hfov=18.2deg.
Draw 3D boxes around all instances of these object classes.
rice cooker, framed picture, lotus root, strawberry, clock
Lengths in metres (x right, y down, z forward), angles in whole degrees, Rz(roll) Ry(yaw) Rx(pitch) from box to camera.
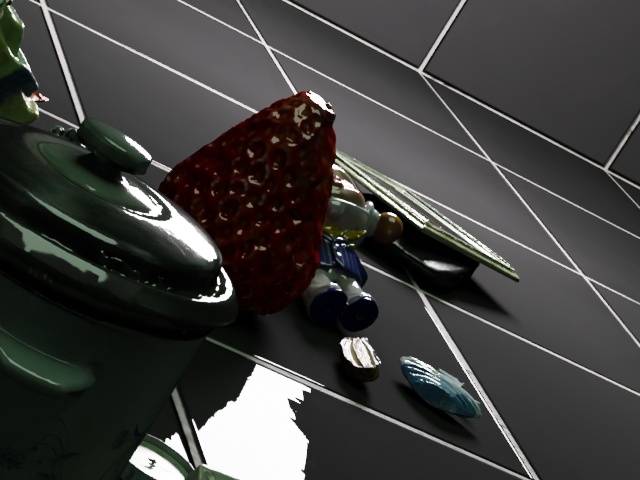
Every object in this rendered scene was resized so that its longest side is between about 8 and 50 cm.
[{"bbox_3d":[-0.211,0.051,1.388,0.264,0.316,0.316,29,15,-12],"label":"rice cooker"},{"bbox_3d":[0.130,-0.047,2.813,0.231,0.018,0.293,26,9,-44],"label":"framed picture"},{"bbox_3d":[0.041,0.133,2.162,0.037,0.030,0.083,-4,20,-9],"label":"lotus root"},{"bbox_3d":[-0.062,-0.047,2.118,0.205,0.244,0.205,31,16,-10],"label":"strawberry"},{"bbox_3d":[-0.139,0.186,1.643,0.085,0.017,0.085,30,14,-8],"label":"clock"}]

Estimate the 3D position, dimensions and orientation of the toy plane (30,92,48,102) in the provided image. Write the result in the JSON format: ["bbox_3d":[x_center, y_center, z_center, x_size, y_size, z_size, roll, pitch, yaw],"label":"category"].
[{"bbox_3d":[-0.403,-0.215,2.328,0.194,0.077,0.126,37,17,-10],"label":"toy plane"}]

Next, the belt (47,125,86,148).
[{"bbox_3d":[-0.311,-0.097,2.144,0.179,0.065,0.100,27,25,-20],"label":"belt"}]

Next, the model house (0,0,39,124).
[{"bbox_3d":[-0.370,-0.165,1.940,0.195,0.214,0.189,50,-14,56],"label":"model house"}]

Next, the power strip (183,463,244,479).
[{"bbox_3d":[0.040,0.284,1.574,0.367,0.043,0.106,25,40,-23],"label":"power strip"}]

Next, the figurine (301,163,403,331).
[{"bbox_3d":[0.010,0.004,2.360,0.194,0.133,0.274,-4,44,-38],"label":"figurine"}]

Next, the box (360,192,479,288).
[{"bbox_3d":[0.119,-0.003,2.744,0.201,0.042,0.212,34,14,9],"label":"box"}]

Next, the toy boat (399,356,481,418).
[{"bbox_3d":[0.133,0.156,2.264,0.105,0.034,0.149,30,15,-14],"label":"toy boat"}]
